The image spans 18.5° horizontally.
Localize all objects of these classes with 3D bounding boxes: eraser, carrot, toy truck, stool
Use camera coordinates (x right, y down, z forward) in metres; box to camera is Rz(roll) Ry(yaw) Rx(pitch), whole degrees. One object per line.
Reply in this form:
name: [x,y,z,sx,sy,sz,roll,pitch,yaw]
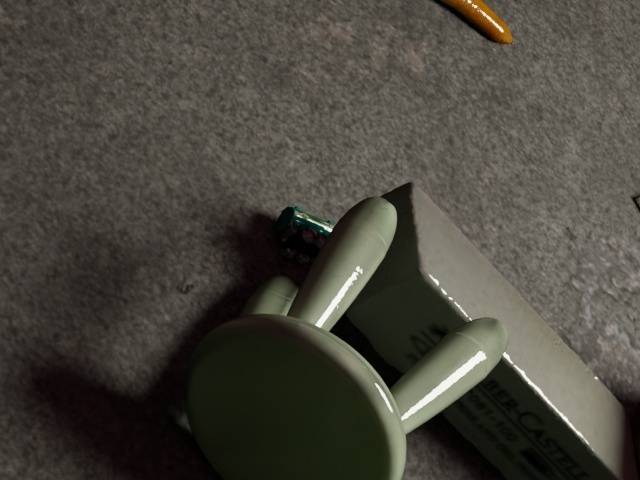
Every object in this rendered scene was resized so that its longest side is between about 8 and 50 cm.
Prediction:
eraser: [0.147,0.109,1.749,0.352,0.111,0.077,46,48,-15]
carrot: [0.134,-0.262,2.063,0.190,0.037,0.037,31,47,-20]
toy truck: [0.000,0.000,1.780,0.083,0.039,0.044,22,49,-29]
stool: [0.014,0.101,1.617,0.195,0.195,0.198,46,42,-5]

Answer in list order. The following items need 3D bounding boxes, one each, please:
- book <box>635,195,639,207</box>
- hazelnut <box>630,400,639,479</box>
book: [0.418,0.015,2.122,0.118,0.012,0.172,-17,74,-44]
hazelnut: [0.437,0.251,1.789,0.372,0.315,0.372,-4,90,-68]
